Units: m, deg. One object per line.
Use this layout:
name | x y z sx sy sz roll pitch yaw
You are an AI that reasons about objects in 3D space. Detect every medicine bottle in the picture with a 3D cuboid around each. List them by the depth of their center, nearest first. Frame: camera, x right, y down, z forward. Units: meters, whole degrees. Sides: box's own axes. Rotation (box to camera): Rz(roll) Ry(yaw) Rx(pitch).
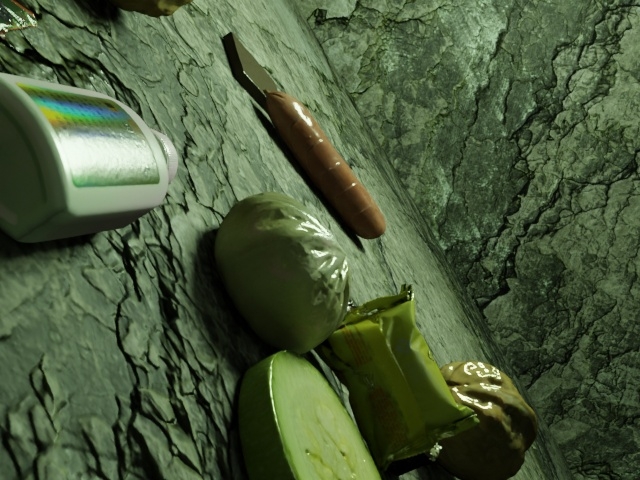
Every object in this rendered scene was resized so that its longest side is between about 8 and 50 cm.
medicine bottle | -0.188 -0.065 0.558 0.115 0.078 0.219 59 14 2

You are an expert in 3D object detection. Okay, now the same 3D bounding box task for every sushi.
sushi | 0.112 0.251 0.978 0.090 0.078 0.150 43 21 -50

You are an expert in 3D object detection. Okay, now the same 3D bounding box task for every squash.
squash | 0.003 0.230 0.701 0.252 0.049 0.252 55 15 -21

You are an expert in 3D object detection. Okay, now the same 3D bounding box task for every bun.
bun | -0.035 0.025 0.817 0.178 0.128 0.193 52 14 -27

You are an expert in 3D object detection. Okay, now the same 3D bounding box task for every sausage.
sausage | 0.016 -0.142 1.411 0.433 0.088 0.088 49 18 -34

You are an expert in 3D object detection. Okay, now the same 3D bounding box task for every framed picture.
framed picture | -0.128 -0.320 1.380 0.168 0.023 0.127 42 24 -52

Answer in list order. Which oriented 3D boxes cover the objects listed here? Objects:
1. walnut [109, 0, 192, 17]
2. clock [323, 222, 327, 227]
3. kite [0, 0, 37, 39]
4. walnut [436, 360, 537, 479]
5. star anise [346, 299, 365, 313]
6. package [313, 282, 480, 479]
walnut | -0.222 -0.369 0.884 0.155 0.155 0.184 29 42 -64
clock | 0.000 0.000 1.158 0.087 0.041 0.129 61 9 15
kite | -0.316 -0.196 0.510 0.234 0.016 0.321 54 15 -18
walnut | 0.261 0.306 1.168 0.245 0.198 0.198 48 18 -30
star anise | 0.023 0.095 1.028 0.212 0.053 0.157 48 20 -35
package | 0.090 0.180 0.897 0.090 0.168 0.226 108 -42 -78
